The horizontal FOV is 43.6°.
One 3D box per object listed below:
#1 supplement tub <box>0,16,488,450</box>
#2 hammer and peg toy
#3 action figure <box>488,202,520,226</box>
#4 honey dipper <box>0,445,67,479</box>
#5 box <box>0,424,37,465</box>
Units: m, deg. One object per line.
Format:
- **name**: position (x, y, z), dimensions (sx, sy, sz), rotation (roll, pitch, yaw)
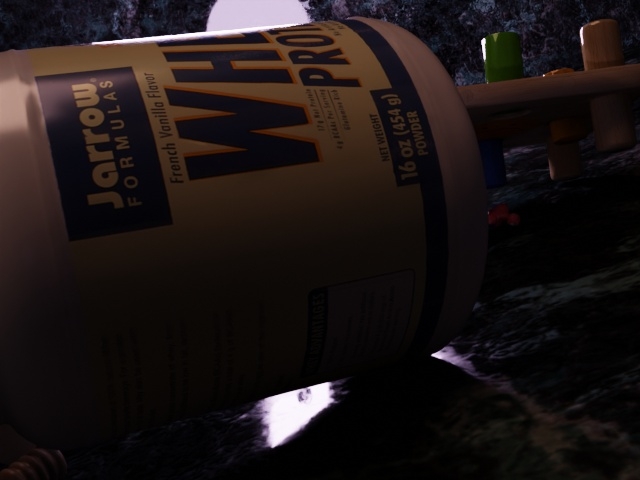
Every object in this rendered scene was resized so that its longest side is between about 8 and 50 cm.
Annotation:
- **supplement tub**: position (-0.090, -0.007, 0.497), dimensions (0.325, 0.235, 0.235), rotation (-11, 5, -20)
- **hammer and peg toy**: position (0.131, -0.122, 0.854), dimensions (0.362, 0.127, 0.266), rotation (-7, -4, 3)
- **action figure**: position (0.167, -0.024, 0.855), dimensions (0.038, 0.030, 0.115), rotation (-32, 18, -29)
- **honey dipper**: position (-0.230, 0.183, 0.505), dimensions (0.031, 0.030, 0.161), rotation (-15, 12, 35)
- **box**: position (-0.334, 0.041, 0.602), dimensions (0.121, 0.311, 0.148), rotation (-55, 20, 27)
